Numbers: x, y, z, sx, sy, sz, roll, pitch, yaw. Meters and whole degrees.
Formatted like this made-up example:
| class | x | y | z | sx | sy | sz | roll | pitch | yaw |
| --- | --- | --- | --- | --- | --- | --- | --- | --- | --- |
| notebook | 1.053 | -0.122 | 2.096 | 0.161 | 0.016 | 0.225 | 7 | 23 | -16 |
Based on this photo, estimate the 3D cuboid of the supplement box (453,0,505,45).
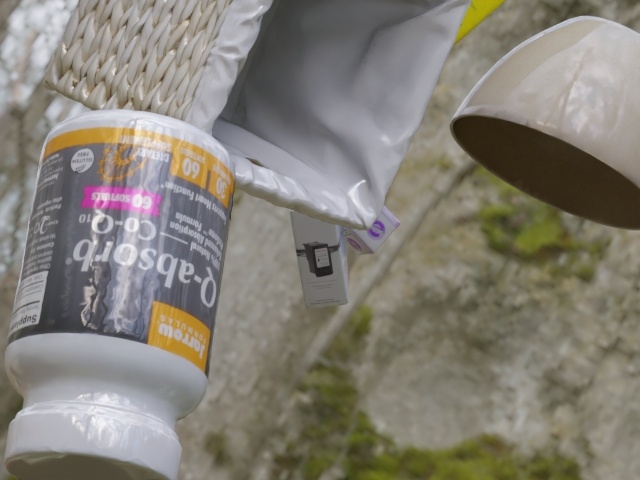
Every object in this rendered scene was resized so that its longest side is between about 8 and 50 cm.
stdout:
| class | x | y | z | sx | sy | sz | roll | pitch | yaw |
| --- | --- | --- | --- | --- | --- | --- | --- | --- | --- |
| supplement box | 0.181 | -0.420 | 2.160 | 0.194 | 0.356 | 0.195 | 56 | -15 | -25 |

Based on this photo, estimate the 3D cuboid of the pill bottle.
| class | x | y | z | sx | sy | sz | roll | pitch | yaw |
| --- | --- | --- | --- | --- | --- | --- | --- | --- | --- |
| pill bottle | -0.159 | 0.052 | 1.327 | 0.162 | 0.279 | 0.162 | 5 | -23 | 2 |

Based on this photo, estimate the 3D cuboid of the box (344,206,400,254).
| class | x | y | z | sx | sy | sz | roll | pitch | yaw |
| --- | --- | --- | --- | --- | --- | --- | --- | --- | --- |
| box | -0.024 | -0.113 | 2.387 | 0.324 | 0.067 | 0.063 | 47 | -17 | -12 |

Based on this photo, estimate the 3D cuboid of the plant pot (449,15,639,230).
| class | x | y | z | sx | sy | sz | roll | pitch | yaw |
| --- | --- | --- | --- | --- | --- | --- | --- | --- | --- |
| plant pot | 0.327 | -0.163 | 2.090 | 0.284 | 0.191 | 0.284 | 26 | -10 | 5 |

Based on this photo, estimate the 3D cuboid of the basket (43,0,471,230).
| class | x | y | z | sx | sy | sz | roll | pitch | yaw |
| --- | --- | --- | --- | --- | --- | --- | --- | --- | --- |
| basket | -0.058 | -0.228 | 1.787 | 0.266 | 0.331 | 0.328 | 28 | 5 | 36 |

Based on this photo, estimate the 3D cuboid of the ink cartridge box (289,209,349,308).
| class | x | y | z | sx | sy | sz | roll | pitch | yaw |
| --- | --- | --- | --- | --- | --- | --- | --- | --- | --- |
| ink cartridge box | 0.000 | 0.000 | 2.298 | 0.063 | 0.109 | 0.151 | -7 | -67 | 6 |
